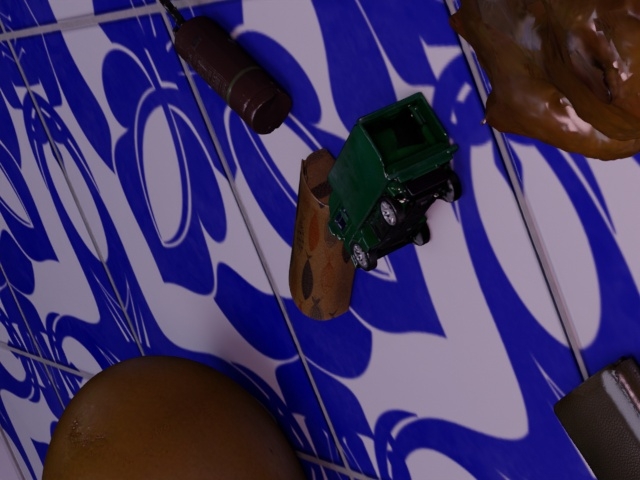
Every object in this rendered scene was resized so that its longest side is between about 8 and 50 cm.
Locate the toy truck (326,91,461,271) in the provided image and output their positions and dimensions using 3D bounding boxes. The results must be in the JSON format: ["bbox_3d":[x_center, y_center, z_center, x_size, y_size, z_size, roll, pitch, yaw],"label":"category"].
[{"bbox_3d":[0.052,-0.037,1.307,0.079,0.065,0.147,58,157,16],"label":"toy truck"}]

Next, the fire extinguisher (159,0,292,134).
[{"bbox_3d":[-0.084,-0.150,1.500,0.157,0.045,0.078,45,173,33],"label":"fire extinguisher"}]

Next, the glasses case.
[{"bbox_3d":[-0.001,0.000,1.488,0.065,0.041,0.170,51,155,26],"label":"glasses case"}]

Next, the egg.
[{"bbox_3d":[-0.149,0.291,1.806,0.282,0.282,0.351,4,114,64],"label":"egg"}]

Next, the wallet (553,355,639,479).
[{"bbox_3d":[0.240,0.180,1.192,0.198,0.031,0.110,58,157,10],"label":"wallet"}]

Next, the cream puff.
[{"bbox_3d":[0.156,-0.153,0.867,0.269,0.154,0.241,33,139,60],"label":"cream puff"}]
